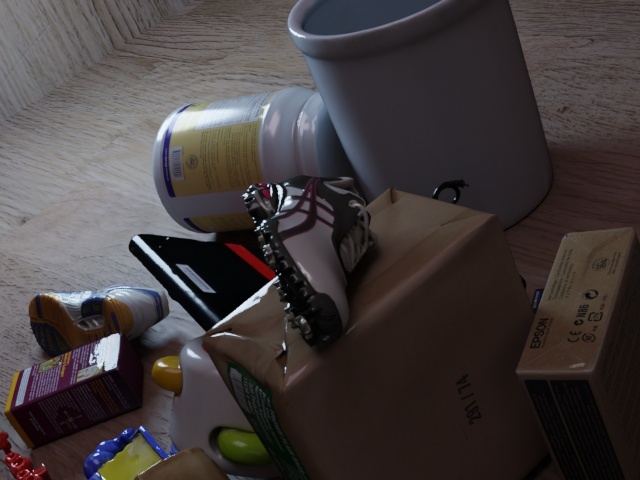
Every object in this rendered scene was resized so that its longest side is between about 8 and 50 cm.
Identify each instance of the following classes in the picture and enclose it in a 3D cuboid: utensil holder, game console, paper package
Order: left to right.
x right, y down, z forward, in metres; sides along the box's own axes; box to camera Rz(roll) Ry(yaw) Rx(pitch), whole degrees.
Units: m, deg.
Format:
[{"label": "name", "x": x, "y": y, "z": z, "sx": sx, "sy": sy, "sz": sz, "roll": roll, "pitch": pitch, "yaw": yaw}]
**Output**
[{"label": "game console", "x": -0.047, "y": 0.087, "z": 1.362, "sx": 0.342, "sy": 0.060, "sz": 0.386, "roll": 6, "pitch": 14, "yaw": -31}, {"label": "paper package", "x": 0.086, "y": 0.158, "z": 1.090, "sx": 0.309, "sy": 0.324, "sz": 0.168, "roll": -39, "pitch": 32, "yaw": -22}, {"label": "utensil holder", "x": 0.166, "y": -0.224, "z": 1.576, "sx": 0.328, "sy": 0.385, "sz": 0.327, "roll": -17, "pitch": 30, "yaw": 10}]

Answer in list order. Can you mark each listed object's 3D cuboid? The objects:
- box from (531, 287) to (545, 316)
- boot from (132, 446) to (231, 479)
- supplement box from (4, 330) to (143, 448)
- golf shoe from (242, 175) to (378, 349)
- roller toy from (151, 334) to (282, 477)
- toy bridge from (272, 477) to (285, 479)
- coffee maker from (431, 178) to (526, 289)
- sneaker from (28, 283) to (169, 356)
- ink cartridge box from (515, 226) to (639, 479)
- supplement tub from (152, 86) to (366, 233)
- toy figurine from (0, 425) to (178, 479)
[{"label": "box", "x": 0.310, "y": 0.094, "z": 1.334, "sx": 0.067, "sy": 0.018, "sz": 0.083, "roll": -7, "pitch": 34, "yaw": 28}, {"label": "boot", "x": -0.140, "y": 0.360, "z": 1.033, "sx": 0.236, "sy": 0.089, "sz": 0.269, "roll": -23, "pitch": 45, "yaw": -34}, {"label": "supplement box", "x": -0.372, "y": 0.226, "z": 1.543, "sx": 0.188, "sy": 0.080, "sz": 0.104, "roll": -21, "pitch": 29, "yaw": 5}, {"label": "golf shoe", "x": 0.000, "y": 0.000, "z": 0.978, "sx": 0.120, "sy": 0.105, "sz": 0.273, "roll": -18, "pitch": 29, "yaw": -3}, {"label": "roller toy", "x": -0.088, "y": 0.193, "z": 1.262, "sx": 0.209, "sy": 0.146, "sz": 0.191, "roll": 17, "pitch": 13, "yaw": 40}, {"label": "toy bridge", "x": -0.098, "y": 0.335, "z": 1.215, "sx": 0.188, "sy": 0.026, "sz": 0.063, "roll": -33, "pitch": 28, "yaw": -27}, {"label": "coffee maker", "x": 0.185, "y": 0.034, "z": 1.368, "sx": 0.120, "sy": 0.171, "sz": 0.178, "roll": -14, "pitch": 29, "yaw": -15}, {"label": "sneaker", "x": -0.373, "y": 0.130, "z": 1.704, "sx": 0.296, "sy": 0.111, "sz": 0.131, "roll": -1, "pitch": 11, "yaw": 43}, {"label": "ink cartridge box", "x": 0.306, "y": 0.131, "z": 1.103, "sx": 0.088, "sy": 0.193, "sz": 0.234, "roll": -6, "pitch": 34, "yaw": 32}, {"label": "supplement tub", "x": -0.099, "y": -0.139, "z": 1.773, "sx": 0.331, "sy": 0.241, "sz": 0.241, "roll": -4, "pitch": 35, "yaw": 30}, {"label": "toy figurine", "x": -0.237, "y": 0.299, "z": 1.241, "sx": 0.217, "sy": 0.191, "sz": 0.362, "roll": -31, "pitch": 31, "yaw": -22}]
